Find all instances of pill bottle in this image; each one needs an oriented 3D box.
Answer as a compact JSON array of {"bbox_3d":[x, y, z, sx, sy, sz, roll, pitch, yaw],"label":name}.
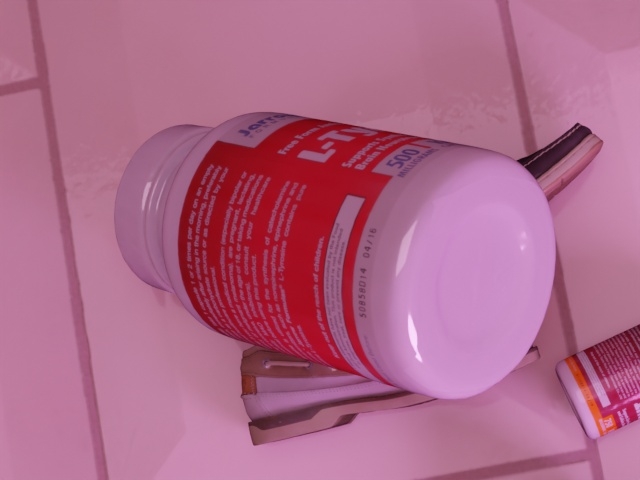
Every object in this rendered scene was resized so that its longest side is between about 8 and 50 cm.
[{"bbox_3d":[0.000,0.000,1.792,0.408,0.229,0.229,13,80,42],"label":"pill bottle"},{"bbox_3d":[0.316,0.129,1.866,0.152,0.086,0.086,-25,77,3],"label":"pill bottle"}]

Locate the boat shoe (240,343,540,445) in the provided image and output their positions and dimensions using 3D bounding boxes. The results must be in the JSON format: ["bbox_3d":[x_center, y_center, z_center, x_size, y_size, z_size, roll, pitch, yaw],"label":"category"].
[{"bbox_3d":[0.064,0.120,1.888,0.302,0.113,0.103,-15,84,5],"label":"boat shoe"}]

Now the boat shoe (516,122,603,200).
[{"bbox_3d":[0.152,-0.040,1.913,0.285,0.103,0.092,-36,81,7],"label":"boat shoe"}]
